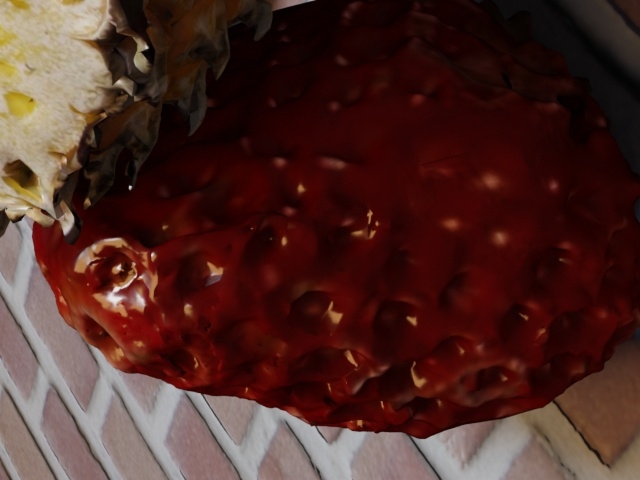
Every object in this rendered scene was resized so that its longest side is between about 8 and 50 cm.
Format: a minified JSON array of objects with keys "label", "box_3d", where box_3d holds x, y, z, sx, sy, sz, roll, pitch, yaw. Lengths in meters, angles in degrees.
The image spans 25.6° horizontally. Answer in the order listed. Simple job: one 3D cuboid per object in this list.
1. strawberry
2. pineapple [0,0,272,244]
[{"label":"strawberry","box_3d":[0.000,0.000,0.843,0.317,0.345,0.295,48,142,29]},{"label":"pineapple","box_3d":[-0.177,-0.190,0.694,0.352,0.300,0.352,8,126,12]}]
